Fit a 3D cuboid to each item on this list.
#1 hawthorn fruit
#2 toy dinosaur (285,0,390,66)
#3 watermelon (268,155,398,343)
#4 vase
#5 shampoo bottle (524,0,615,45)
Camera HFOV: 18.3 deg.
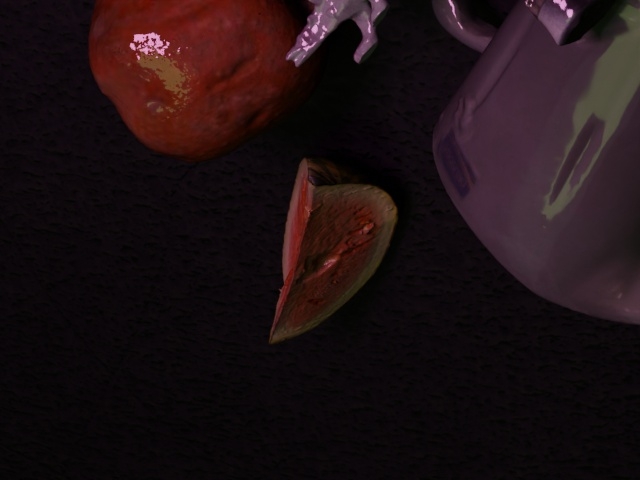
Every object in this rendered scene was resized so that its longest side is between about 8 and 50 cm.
[{"bbox_3d":[-0.061,-0.120,1.235,0.189,0.149,0.149,1,128,36],"label":"hawthorn fruit"},{"bbox_3d":[0.039,-0.185,1.151,0.082,0.039,0.209,47,114,10],"label":"toy dinosaur"},{"bbox_3d":[-0.003,-0.010,1.360,0.069,0.087,0.163,50,143,29],"label":"watermelon"},{"bbox_3d":[0.172,-0.130,1.104,0.251,0.156,0.301,47,136,23],"label":"vase"},{"bbox_3d":[0.040,-0.223,1.060,0.309,0.071,0.098,50,135,17],"label":"shampoo bottle"}]
